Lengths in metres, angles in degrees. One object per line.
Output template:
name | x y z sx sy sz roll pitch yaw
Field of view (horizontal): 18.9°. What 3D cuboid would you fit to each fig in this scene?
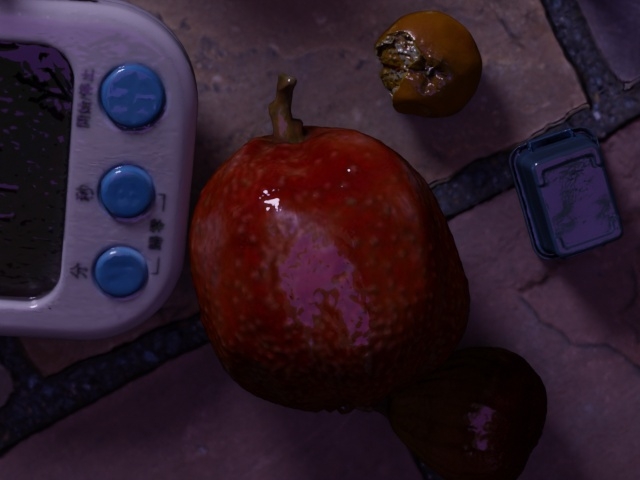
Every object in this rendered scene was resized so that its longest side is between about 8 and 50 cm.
fig | 0.103 0.148 1.498 0.153 0.119 0.119 -23 102 16

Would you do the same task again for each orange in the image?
orange | 0.085 -0.134 1.469 0.086 0.062 0.086 -2 100 -9

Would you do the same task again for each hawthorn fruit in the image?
hawthorn fruit | 0.000 0.000 1.420 0.205 0.205 0.253 -13 94 -4

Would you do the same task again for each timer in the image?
timer | -0.214 -0.058 1.428 0.237 0.087 0.262 5 108 -6

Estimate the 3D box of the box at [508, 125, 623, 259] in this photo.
box | 0.196 -0.034 1.501 0.074 0.054 0.099 -19 101 -4
